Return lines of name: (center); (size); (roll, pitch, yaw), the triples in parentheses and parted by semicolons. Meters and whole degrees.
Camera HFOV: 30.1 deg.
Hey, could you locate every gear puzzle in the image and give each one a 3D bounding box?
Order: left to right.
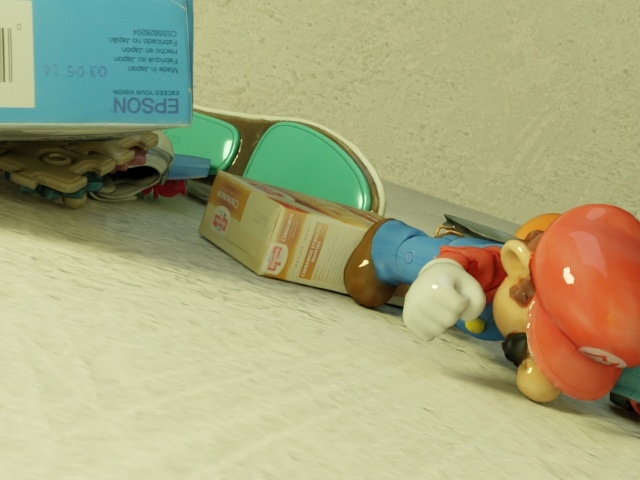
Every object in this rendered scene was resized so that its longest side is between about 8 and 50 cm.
gear puzzle: (-0.334, -0.106, 1.101); (0.339, 0.044, 0.175); (19, 27, 15)

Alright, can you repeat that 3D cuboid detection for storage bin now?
storage bin: (0.153, 0.033, 1.170); (0.098, 0.091, 0.135); (17, 6, -13)

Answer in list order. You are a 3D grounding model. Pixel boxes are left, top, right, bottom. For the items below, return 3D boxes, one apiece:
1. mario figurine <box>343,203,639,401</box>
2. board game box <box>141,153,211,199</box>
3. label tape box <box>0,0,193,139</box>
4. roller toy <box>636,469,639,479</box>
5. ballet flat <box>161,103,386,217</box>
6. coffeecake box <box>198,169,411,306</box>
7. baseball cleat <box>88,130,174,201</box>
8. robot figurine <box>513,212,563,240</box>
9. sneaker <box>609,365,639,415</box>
mario figurine: (0.137, 0.064, 0.937); (0.198, 0.170, 0.320); (-24, 14, -22)
board game box: (-0.188, -0.067, 1.297); (0.133, 0.033, 0.169); (2, 13, -4)
label tape box: (-0.272, -0.134, 0.973); (0.240, 0.106, 0.333); (-2, 3, -27)
roller toy: (0.256, 0.111, 0.577); (0.209, 0.146, 0.191); (17, -5, 43)
ballet flat: (-0.063, -0.077, 1.390); (0.400, 0.139, 0.139); (20, 6, 35)
coffeecake box: (0.000, 0.000, 1.125); (0.185, 0.068, 0.142); (14, 9, -31)
baseball cleat: (-0.250, -0.090, 1.172); (0.205, 0.072, 0.109); (4, 30, -1)
robot figurine: (0.291, 0.047, 1.298); (0.219, 0.128, 0.158); (23, 29, 29)
sneaker: (0.347, 0.099, 1.010); (0.104, 0.125, 0.262); (24, 8, 35)
